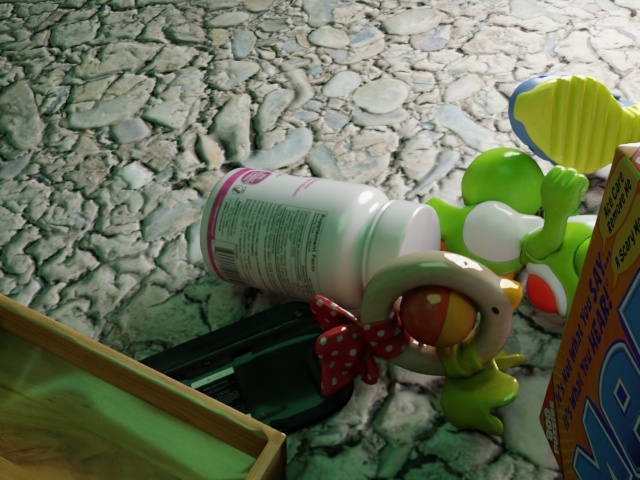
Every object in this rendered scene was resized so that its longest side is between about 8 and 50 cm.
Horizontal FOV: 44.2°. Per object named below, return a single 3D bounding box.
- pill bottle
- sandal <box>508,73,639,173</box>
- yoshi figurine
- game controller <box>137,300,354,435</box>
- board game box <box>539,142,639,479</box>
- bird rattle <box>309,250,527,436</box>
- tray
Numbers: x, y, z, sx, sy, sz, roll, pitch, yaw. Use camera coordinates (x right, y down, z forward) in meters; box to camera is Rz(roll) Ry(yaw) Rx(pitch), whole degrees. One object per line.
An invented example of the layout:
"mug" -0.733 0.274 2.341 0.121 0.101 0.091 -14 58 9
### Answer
"pill bottle" 0.000 0.000 1.021 0.283 0.160 0.160 11 48 28
"sandal" 0.359 -0.159 1.088 0.317 0.126 0.138 7 13 -39
"yoshi figurine" 0.301 -0.022 0.978 0.362 0.204 0.203 19 36 32
"game controller" -0.123 0.186 0.956 0.319 0.067 0.167 -21 58 -8
"board game box" 0.426 0.152 0.600 0.356 0.357 0.356 -7 42 -6
"bird rattle" 0.114 0.092 0.877 0.253 0.207 0.143 23 36 6
"tray" -0.262 0.211 0.818 0.410 0.076 0.203 22 52 18
